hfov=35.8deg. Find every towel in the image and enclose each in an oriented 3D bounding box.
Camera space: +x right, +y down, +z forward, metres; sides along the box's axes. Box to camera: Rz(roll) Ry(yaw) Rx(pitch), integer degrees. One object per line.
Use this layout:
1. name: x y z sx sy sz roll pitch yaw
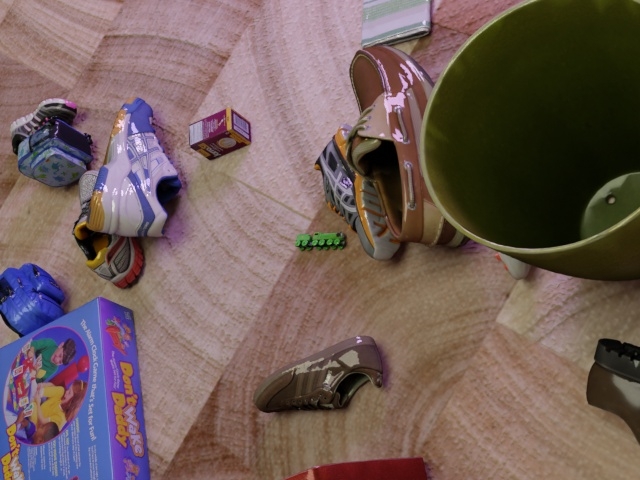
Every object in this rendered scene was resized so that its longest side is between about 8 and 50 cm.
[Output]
1. towel: 0.115 -0.357 1.469 0.113 0.023 0.152 -10 63 29

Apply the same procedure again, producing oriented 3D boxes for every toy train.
1. toy train: 0.000 0.000 1.392 0.083 0.017 0.024 -3 58 34

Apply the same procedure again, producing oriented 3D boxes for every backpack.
1. backpack: -0.474 0.103 1.621 0.101 0.098 0.120 -47 51 4
2. backpack: -0.465 -0.143 1.718 0.114 0.105 0.084 -25 57 26

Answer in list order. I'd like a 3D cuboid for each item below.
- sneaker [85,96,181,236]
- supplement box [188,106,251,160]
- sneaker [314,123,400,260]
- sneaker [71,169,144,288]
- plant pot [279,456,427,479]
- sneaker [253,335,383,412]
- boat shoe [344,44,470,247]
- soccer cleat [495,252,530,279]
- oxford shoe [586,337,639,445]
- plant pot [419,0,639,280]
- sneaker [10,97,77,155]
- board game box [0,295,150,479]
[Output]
1. sneaker: -0.287 -0.110 1.595 0.112 0.131 0.296 115 164 -45
2. supplement box: -0.157 -0.166 1.547 0.083 0.055 0.043 -20 60 28
3. sneaker: 0.051 -0.056 1.349 0.083 0.084 0.215 -40 48 30
4. sneaker: -0.352 -0.032 1.599 0.088 0.093 0.225 -38 52 17
5. plant pot: -0.011 0.396 1.088 0.267 0.267 0.236 -27 69 23
6. sneaker: -0.005 0.191 1.279 0.188 0.066 0.071 -31 56 20
7. boat shoe: 0.096 -0.129 1.288 0.122 0.120 0.324 110 146 -48
8. soccer cleat: 0.243 -0.048 1.216 0.076 0.068 0.196 -15 61 22
9. oxford shoe: 0.380 0.187 1.021 0.227 0.083 0.096 25 105 39
10. plant pot: 0.293 -0.070 1.042 0.275 0.293 0.275 -14 64 30
11. sneaker: -0.502 -0.199 1.796 0.170 0.063 0.075 -21 59 31
12. board game box: -0.378 0.289 1.485 0.233 0.078 0.347 -26 57 23
